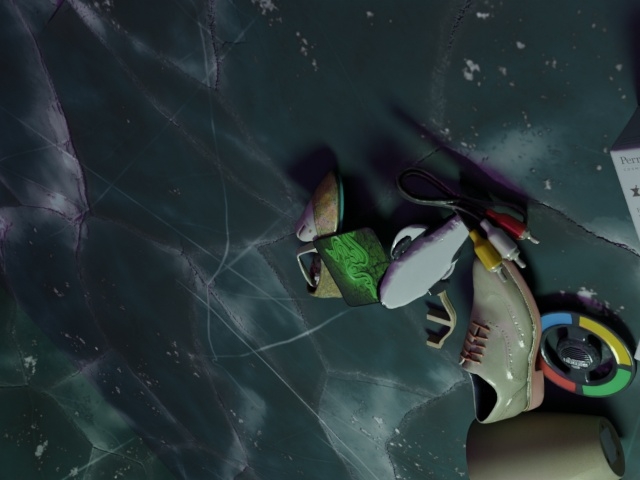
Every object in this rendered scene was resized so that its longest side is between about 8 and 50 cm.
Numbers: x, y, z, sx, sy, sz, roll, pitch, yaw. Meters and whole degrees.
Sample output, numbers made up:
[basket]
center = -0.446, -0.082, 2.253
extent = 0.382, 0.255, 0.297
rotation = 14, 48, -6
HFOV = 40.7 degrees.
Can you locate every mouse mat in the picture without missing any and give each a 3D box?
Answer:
[mouse mat]
center = 0.084, 0.061, 1.836
extent = 0.152, 0.007, 0.190
rotation = -14, 117, 33

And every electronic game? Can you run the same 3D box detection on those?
[electronic game]
center = 0.518, 0.226, 1.733
extent = 0.229, 0.048, 0.229
rotation = 23, 137, 23

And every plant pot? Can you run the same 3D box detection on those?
[plant pot]
center = 0.495, 0.472, 1.850
extent = 0.274, 0.256, 0.256
rotation = -24, 108, 33

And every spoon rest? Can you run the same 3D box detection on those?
[spoon rest]
center = 0.189, 0.062, 1.837
extent = 0.137, 0.084, 0.276
rotation = 40, 142, 3

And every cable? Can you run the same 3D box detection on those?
[cable]
center = 0.278, -0.061, 1.600
extent = 0.287, 0.139, 0.072
rotation = 41, 173, 1

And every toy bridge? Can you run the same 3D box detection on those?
[toy bridge]
center = 0.268, 0.169, 1.913
extent = 0.063, 0.026, 0.188
rotation = 18, 135, 25

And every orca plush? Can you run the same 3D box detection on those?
[orca plush]
center = 0.204, 0.003, 1.696
extent = 0.151, 0.287, 0.102
rotation = 23, -167, -25

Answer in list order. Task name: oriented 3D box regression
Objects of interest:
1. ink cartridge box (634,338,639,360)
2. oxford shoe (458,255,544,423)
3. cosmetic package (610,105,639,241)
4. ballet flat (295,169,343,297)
[ink cartridge box]
center = 0.680, 0.115, 1.372
extent = 0.270, 0.197, 0.198
rotation = 21, 137, 24
[oxford shoe]
center = 0.352, 0.202, 1.736
extent = 0.140, 0.146, 0.397
rotation = 29, 138, 60
[cosmetic package]
center = 0.557, -0.106, 1.311
extent = 0.151, 0.151, 0.184
rotation = -6, 121, 42
[ballet flat]
center = 0.000, 0.000, 1.902
extent = 0.123, 0.123, 0.348
rotation = 21, 139, 25
